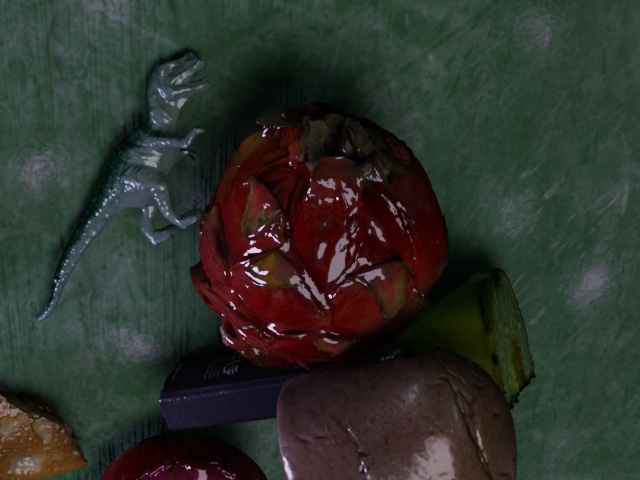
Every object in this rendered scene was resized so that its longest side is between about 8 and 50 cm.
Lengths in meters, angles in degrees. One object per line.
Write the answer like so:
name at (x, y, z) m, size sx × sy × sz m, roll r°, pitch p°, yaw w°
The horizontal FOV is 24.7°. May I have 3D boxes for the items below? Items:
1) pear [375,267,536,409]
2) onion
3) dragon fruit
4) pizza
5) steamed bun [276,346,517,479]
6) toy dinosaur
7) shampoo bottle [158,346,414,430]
pear at (0.133, 0.153, 1.845) m, size 0.292 × 0.292 × 0.159 m, roll -22°, pitch 89°, yaw -7°
onion at (-0.173, 0.358, 1.884) m, size 0.248 × 0.161 × 0.248 m, roll -2°, pitch 96°, yaw -15°
dragon fruit at (0.000, 0.000, 1.605) m, size 0.277 × 0.277 × 0.342 m, roll 9°, pitch 136°, yaw -30°
pizza at (-0.380, 0.235, 1.768) m, size 0.182 × 0.062 × 0.161 m, roll -9°, pitch 137°, yaw -11°
steamed bun at (0.087, 0.258, 1.588) m, size 0.251 × 0.199 × 0.301 m, roll -7°, pitch 149°, yaw 19°
toy dinosaur at (-0.198, -0.021, 1.602) m, size 0.383 × 0.129 × 0.076 m, roll -59°, pitch 166°, yaw 18°
shampoo bottle at (-0.035, 0.166, 1.742) m, size 0.309 × 0.098 × 0.071 m, roll -9°, pitch 110°, yaw 21°
